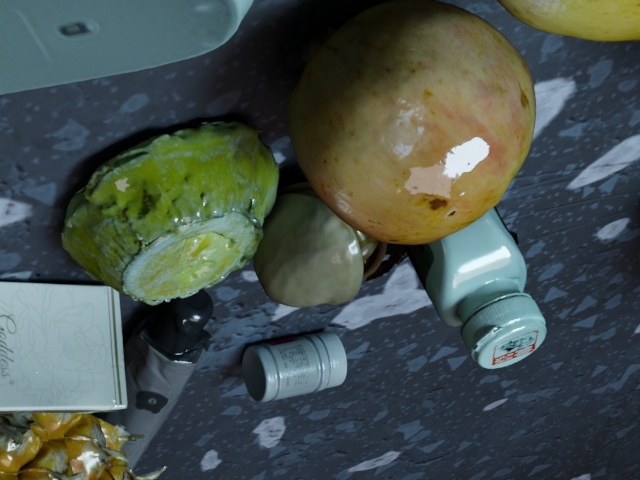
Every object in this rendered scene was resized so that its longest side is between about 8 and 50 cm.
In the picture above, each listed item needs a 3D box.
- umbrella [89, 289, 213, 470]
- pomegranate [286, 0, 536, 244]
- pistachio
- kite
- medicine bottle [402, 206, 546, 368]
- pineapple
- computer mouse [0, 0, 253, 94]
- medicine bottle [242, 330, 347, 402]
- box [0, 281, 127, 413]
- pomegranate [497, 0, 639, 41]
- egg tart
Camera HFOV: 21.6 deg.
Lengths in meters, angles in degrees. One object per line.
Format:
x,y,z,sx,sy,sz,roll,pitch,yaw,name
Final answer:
-0.179,0.155,1.591,0.073,0.067,0.337,30,132,-6,umbrella
0.067,-0.092,1.263,0.191,0.191,0.191,-19,151,-11,pomegranate
0.000,0.000,1.431,0.113,0.113,0.149,-5,158,-33,pistachio
0.082,0.006,1.533,0.232,0.009,0.189,-7,-165,31,kite
0.110,-0.004,1.393,0.083,0.229,0.121,-21,151,-7,medicine bottle
-0.264,0.302,1.488,0.209,0.286,0.344,9,147,1,pineapple
-0.150,-0.164,1.091,0.231,0.079,0.128,-10,148,4,computer mouse
-0.026,0.125,1.674,0.091,0.058,0.058,-9,147,-27,medicine bottle
-0.250,0.089,1.385,0.198,0.109,0.029,4,165,-41,box
0.202,-0.255,1.021,0.307,0.307,0.307,-19,151,-11,pomegranate
-0.113,-0.011,1.364,0.197,0.078,0.197,-20,153,-10,egg tart
